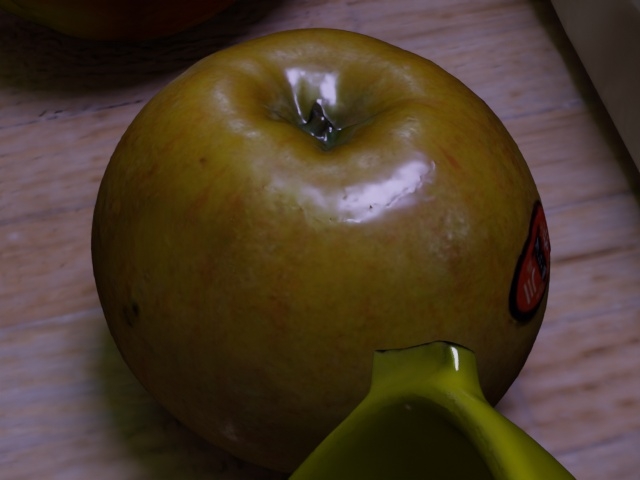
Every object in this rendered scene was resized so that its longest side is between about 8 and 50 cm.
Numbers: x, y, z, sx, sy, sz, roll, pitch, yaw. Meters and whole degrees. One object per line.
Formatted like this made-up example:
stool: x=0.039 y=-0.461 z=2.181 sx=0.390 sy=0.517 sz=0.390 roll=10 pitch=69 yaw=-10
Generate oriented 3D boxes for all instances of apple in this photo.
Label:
apple: x=0.000 y=0.000 z=0.557 sx=0.183 sy=0.155 sz=0.182 roll=-2 pitch=50 yaw=2

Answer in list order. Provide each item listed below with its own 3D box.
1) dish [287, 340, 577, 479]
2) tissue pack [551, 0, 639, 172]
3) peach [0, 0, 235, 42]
dish: x=0.053 y=0.172 z=0.411 sx=0.108 sy=0.221 sz=0.262 roll=20 pitch=32 yaw=-28
tissue pack: x=0.247 y=-0.190 z=0.683 sx=0.297 sy=0.207 sz=0.380 roll=-9 pitch=49 yaw=-8
peach: x=-0.097 y=-0.211 z=0.703 sx=0.231 sy=0.231 sz=0.231 roll=-1 pitch=49 yaw=1
